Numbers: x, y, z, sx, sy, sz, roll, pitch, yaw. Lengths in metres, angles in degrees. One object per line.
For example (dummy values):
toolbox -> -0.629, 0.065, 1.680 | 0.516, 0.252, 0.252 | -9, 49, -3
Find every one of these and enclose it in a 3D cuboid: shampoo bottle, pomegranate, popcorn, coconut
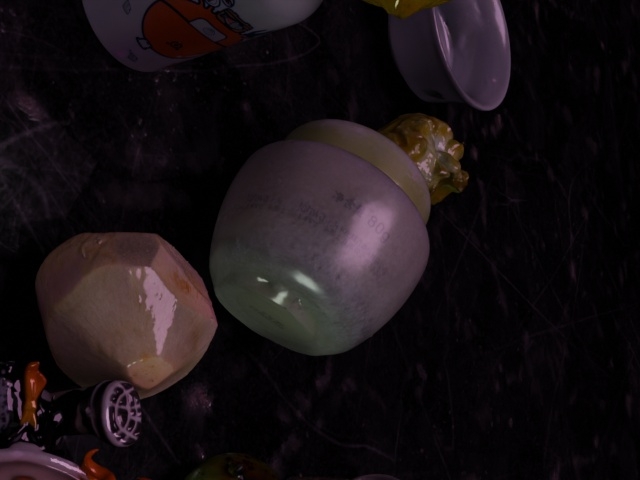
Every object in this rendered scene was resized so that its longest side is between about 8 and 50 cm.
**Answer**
shampoo bottle -> 0.000, 0.000, 1.575 | 0.322, 0.322, 0.317 | 55, 49, -32
pomegranate -> -0.118, 0.400, 1.471 | 0.156, 0.156, 0.220 | -42, 121, -51
popcorn -> 0.161, -0.141, 1.944 | 0.221, 0.204, 0.183 | -19, 78, -39
coconut -> -0.244, 0.091, 1.282 | 0.237, 0.197, 0.237 | 59, 2, -3

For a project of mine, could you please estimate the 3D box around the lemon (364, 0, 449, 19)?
lemon -> 0.108, -0.439, 1.333 | 0.253, 0.253, 0.310 | 2, 82, -55

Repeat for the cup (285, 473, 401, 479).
cup -> 0.087, 0.467, 1.639 | 0.301, 0.257, 0.227 | -46, 127, -62

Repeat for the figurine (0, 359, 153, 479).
figurine -> -0.336, 0.305, 1.138 | 0.320, 0.196, 0.323 | 10, 62, -15

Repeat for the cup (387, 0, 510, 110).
cup -> 0.252, -0.426, 2.172 | 0.347, 0.163, 0.347 | 18, 68, -52

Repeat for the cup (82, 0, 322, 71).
cup -> -0.150, -0.376, 1.449 | 0.212, 0.317, 0.212 | 19, 67, -52
